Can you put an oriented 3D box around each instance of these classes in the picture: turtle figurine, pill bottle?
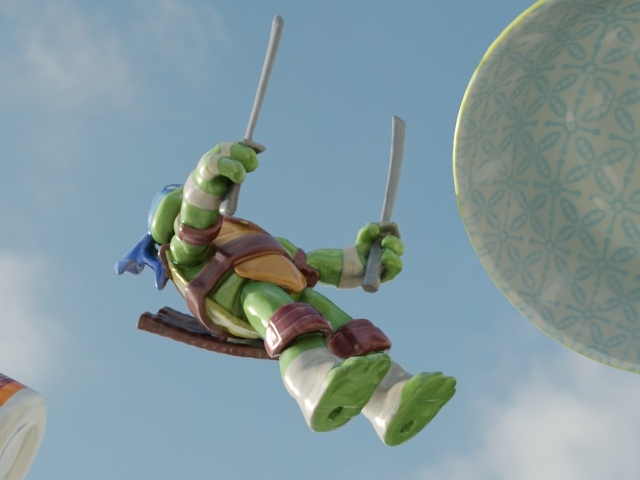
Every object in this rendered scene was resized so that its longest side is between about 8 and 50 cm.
[{"bbox_3d":[0.000,0.000,1.398,0.274,0.266,0.198,-31,-33,-12],"label":"turtle figurine"},{"bbox_3d":[-0.352,0.137,1.645,0.121,0.221,0.121,-60,-14,-24],"label":"pill bottle"}]

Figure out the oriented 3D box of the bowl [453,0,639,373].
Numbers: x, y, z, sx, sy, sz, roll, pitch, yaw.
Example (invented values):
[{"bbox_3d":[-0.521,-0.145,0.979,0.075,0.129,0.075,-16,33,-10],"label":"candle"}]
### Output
[{"bbox_3d":[0.252,-0.066,1.349,0.289,0.289,0.156,-61,-9,31],"label":"bowl"}]
